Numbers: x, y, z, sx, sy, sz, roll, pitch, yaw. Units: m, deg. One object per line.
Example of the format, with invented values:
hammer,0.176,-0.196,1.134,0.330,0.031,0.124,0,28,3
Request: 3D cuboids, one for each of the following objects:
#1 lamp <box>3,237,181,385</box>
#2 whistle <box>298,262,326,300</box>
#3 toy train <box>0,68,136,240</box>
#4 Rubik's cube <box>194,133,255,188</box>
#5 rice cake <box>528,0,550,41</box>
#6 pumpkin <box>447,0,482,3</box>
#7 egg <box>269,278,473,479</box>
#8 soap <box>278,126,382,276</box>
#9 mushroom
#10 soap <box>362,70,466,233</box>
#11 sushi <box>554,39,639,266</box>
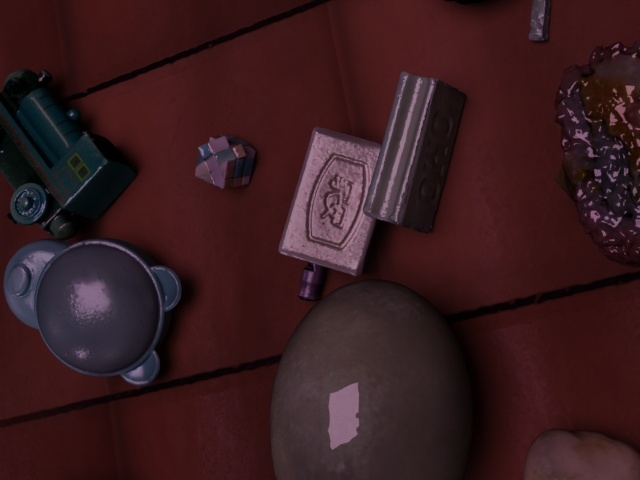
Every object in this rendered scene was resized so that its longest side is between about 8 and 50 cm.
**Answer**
lamp,-0.354,0.092,1.750,0.284,0.147,0.209,23,98,29
whistle,0.000,0.000,1.632,0.033,0.033,0.176,12,90,29
toy train,-0.443,-0.144,1.848,0.194,0.120,0.298,-45,66,9
Rubik's cube,-0.144,-0.123,1.697,0.084,0.075,0.073,21,114,15
rice cake,0.291,-0.322,1.515,0.022,0.022,0.121,3,86,39
pumpkin,0.190,-0.404,1.504,0.194,0.150,0.194,-3,83,24
egg,0.063,0.225,1.447,0.259,0.258,0.352,-3,89,28
soap,0.025,-0.053,1.583,0.121,0.064,0.183,16,90,5
mushroom,0.316,0.294,1.380,0.154,0.122,0.154,3,54,-4
soap,0.128,-0.114,1.529,0.063,0.114,0.198,17,94,29
sushi,0.391,-0.100,1.354,0.237,0.171,0.270,-21,73,25
